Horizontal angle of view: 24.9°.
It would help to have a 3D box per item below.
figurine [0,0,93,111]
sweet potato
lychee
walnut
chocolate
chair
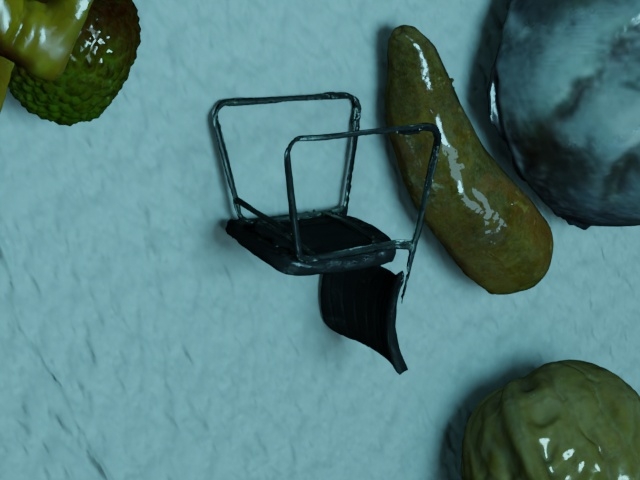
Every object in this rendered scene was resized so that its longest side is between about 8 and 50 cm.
[{"bbox_3d":[-0.338,-0.160,0.827,0.387,0.401,0.268,26,87,-24],"label":"figurine"},{"bbox_3d":[0.123,-0.057,1.288,0.097,0.097,0.292,-41,119,-14],"label":"sweet potato"},{"bbox_3d":[-0.186,-0.150,1.063,0.114,0.114,0.146,-17,137,-26],"label":"lychee"},{"bbox_3d":[0.231,0.221,1.355,0.213,0.213,0.213,-9,108,-28],"label":"walnut"},{"bbox_3d":[0.327,-0.146,1.290,0.303,0.213,0.303,-8,103,-35],"label":"chocolate"},{"bbox_3d":[0.000,0.000,1.207,0.145,0.140,0.221,-8,111,-28],"label":"chair"}]
